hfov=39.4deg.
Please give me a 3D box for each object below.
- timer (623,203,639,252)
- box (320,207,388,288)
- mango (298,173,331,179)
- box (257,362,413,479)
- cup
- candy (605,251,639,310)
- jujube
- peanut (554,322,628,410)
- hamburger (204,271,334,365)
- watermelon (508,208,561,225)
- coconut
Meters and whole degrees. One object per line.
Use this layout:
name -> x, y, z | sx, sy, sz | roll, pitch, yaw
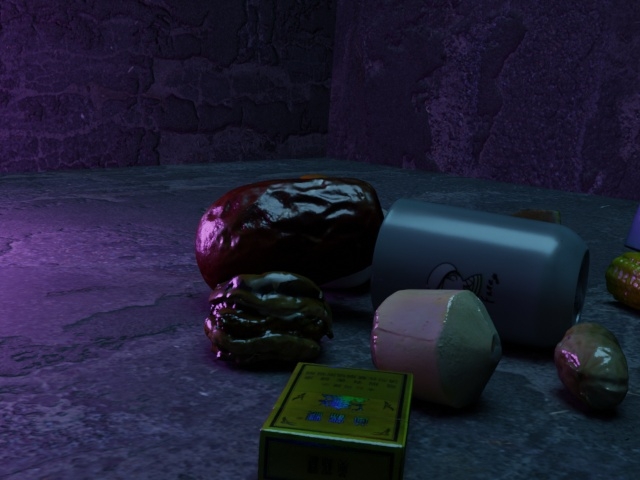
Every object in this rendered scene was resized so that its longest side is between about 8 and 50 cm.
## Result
timer -> 0.790, 0.030, 1.780 | 0.395, 0.173, 0.395 | 19, 5, -2
box -> 0.000, -0.001, 1.778 | 0.288, 0.141, 0.349 | 8, 11, 16
mango -> 0.023, -0.075, 2.180 | 0.236, 0.166, 0.136 | 24, 55, 0
box -> 0.024, 0.195, 0.949 | 0.141, 0.064, 0.220 | 6, 9, 7
cup -> 0.254, 0.052, 1.415 | 0.312, 0.206, 0.205 | 9, 12, 23
candy -> 0.619, 0.089, 1.647 | 0.094, 0.106, 0.199 | -16, 19, -14
jujube -> -0.051, -0.004, 1.496 | 0.318, 0.223, 0.223 | -13, 8, 8
peanut -> 0.364, 0.160, 1.192 | 0.099, 0.100, 0.214 | 8, 11, 18
hamburger -> -0.070, 0.097, 1.271 | 0.183, 0.130, 0.206 | 6, 8, -5
watermelon -> 0.416, 0.038, 1.796 | 0.128, 0.159, 0.303 | 44, 28, 25
coconut -> 0.154, 0.132, 1.123 | 0.152, 0.147, 0.147 | 3, 8, 34
